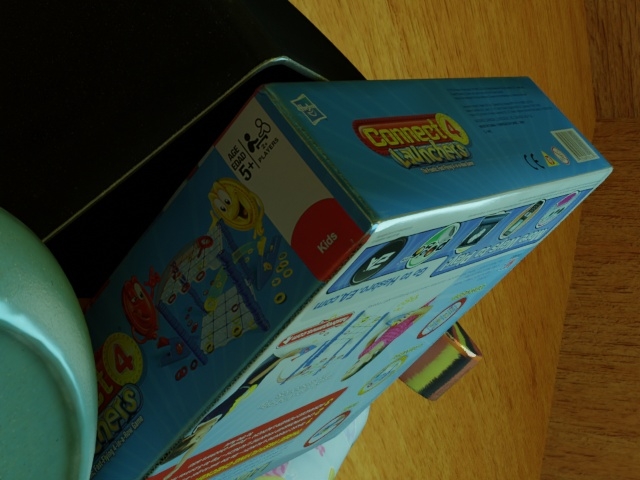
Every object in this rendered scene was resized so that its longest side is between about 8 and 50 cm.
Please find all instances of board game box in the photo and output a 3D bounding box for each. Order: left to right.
[{"bbox_3d":[-0.008,0.041,0.673,0.302,0.086,0.308,-47,162,28],"label":"board game box"}]

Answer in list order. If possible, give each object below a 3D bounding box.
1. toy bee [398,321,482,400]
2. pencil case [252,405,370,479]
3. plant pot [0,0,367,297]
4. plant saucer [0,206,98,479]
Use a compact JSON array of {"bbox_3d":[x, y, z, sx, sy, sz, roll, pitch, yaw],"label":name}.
[{"bbox_3d":[0.000,0.000,0.919,0.162,0.298,0.195,32,87,-44],"label":"toy bee"},{"bbox_3d":[-0.052,0.170,0.878,0.113,0.124,0.273,-48,-179,28],"label":"pencil case"},{"bbox_3d":[-0.100,-0.089,0.615,0.167,0.187,0.188,58,16,14],"label":"plant pot"},{"bbox_3d":[-0.198,0.128,0.433,0.317,0.044,0.317,-38,144,-35],"label":"plant saucer"}]
